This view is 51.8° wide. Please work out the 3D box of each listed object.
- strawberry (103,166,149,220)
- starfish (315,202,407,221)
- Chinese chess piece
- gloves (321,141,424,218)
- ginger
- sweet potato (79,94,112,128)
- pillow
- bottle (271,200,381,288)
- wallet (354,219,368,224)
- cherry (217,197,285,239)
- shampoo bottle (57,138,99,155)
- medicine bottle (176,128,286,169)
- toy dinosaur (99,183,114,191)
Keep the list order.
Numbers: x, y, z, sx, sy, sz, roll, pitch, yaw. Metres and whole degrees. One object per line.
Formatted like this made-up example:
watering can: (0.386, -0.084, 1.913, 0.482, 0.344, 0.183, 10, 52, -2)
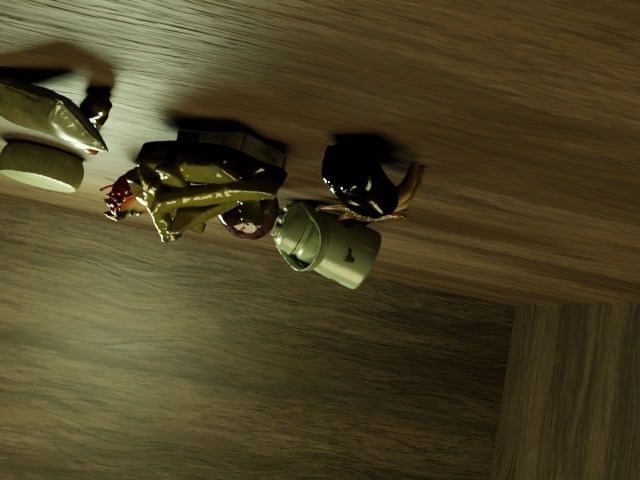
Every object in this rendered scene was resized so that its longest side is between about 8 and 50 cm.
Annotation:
strawberry: (-0.503, -0.176, 1.994, 0.306, 0.137, 0.233, -26, 171, 34)
starfish: (0.125, -0.089, 1.945, 0.248, 0.050, 0.138, -3, 165, 32)
Chinese chess piece: (-0.875, -0.230, 2.074, 0.251, 0.101, 0.250, 11, 172, 2)
gloves: (0.116, -0.126, 1.422, 0.301, 0.152, 0.197, 0, -150, -45)
ginger: (-0.265, -0.089, 1.562, 0.359, 0.211, 0.413, 15, 173, -38)
sweet potato: (-0.492, -0.274, 1.422, 0.067, 0.067, 0.274, 15, 175, -29)
pillow: (-0.595, -0.274, 1.372, 0.303, 0.074, 0.185, 21, 163, 24)
bottle: (0.000, 0.000, 2.105, 0.352, 0.229, 0.229, 26, 169, -10)
wallet: (0.129, -0.069, 2.144, 0.082, 0.018, 0.157, 15, 171, -8)
cherry: (-0.211, -0.095, 1.892, 0.195, 0.195, 0.195, 11, 172, 2)
shampoo bottle: (-0.622, -0.266, 1.676, 0.108, 0.051, 0.221, 8, 171, 4)
medicine bottle: (-0.205, -0.210, 1.523, 0.201, 0.052, 0.171, 8, 173, 30)
toy dinosaur: (-0.688, -0.170, 2.470, 0.286, 0.070, 0.139, 17, -168, -26)
